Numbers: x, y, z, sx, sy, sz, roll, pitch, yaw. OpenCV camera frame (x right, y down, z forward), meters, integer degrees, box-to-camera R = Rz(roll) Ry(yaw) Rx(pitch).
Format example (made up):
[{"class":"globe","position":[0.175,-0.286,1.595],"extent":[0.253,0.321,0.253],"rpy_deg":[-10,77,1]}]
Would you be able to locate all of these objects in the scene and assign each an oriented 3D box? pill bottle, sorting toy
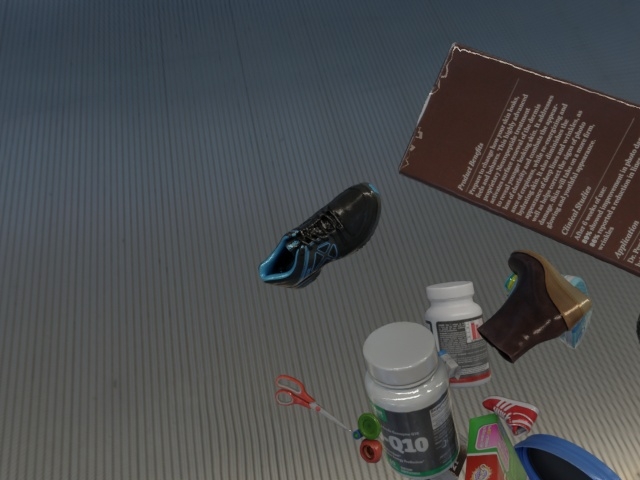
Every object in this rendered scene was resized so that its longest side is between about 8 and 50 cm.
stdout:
[{"class":"pill bottle","position":[0.502,0.343,1.936],"extent":[0.210,0.210,0.363],"rpy_deg":[-8,89,-9]},{"class":"sorting toy","position":[0.100,0.383,1.029],"extent":[0.061,0.042,0.102],"rpy_deg":[6,96,37]},{"class":"pill bottle","position":[0.222,0.393,1.294],"extent":[0.204,0.361,0.204],"rpy_deg":[-12,26,6]}]

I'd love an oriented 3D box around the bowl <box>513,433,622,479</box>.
[{"class":"bowl","position":[0.766,0.755,1.587],"extent":[0.077,0.391,0.391],"rpy_deg":[-36,67,-27]}]

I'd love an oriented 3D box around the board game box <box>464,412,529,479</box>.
[{"class":"board game box","position":[0.358,0.528,1.006],"extent":[0.064,0.316,0.242],"rpy_deg":[-24,97,23]}]

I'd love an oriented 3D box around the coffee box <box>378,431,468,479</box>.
[{"class":"coffee box","position":[0.340,0.664,1.764],"extent":[0.297,0.119,0.168],"rpy_deg":[40,39,10]}]

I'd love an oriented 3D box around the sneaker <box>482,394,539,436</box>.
[{"class":"sneaker","position":[0.378,0.359,1.067],"extent":[0.118,0.042,0.067],"rpy_deg":[-4,36,45]}]

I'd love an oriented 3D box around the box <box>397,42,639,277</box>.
[{"class":"box","position":[0.322,-0.104,0.708],"extent":[0.381,0.143,0.191],"rpy_deg":[27,105,18]}]

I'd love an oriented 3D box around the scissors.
[{"class":"scissors","position":[-0.020,0.538,1.726],"extent":[0.297,0.021,0.109],"rpy_deg":[19,102,15]}]

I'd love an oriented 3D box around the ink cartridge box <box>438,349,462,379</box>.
[{"class":"ink cartridge box","position":[0.369,0.365,1.518],"extent":[0.028,0.048,0.083],"rpy_deg":[-14,40,-25]}]

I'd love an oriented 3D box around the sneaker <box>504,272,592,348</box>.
[{"class":"sneaker","position":[0.635,0.176,1.474],"extent":[0.208,0.319,0.127],"rpy_deg":[21,65,42]}]

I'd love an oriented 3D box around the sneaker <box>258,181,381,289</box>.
[{"class":"sneaker","position":[0.000,0.000,1.198],"extent":[0.341,0.139,0.125],"rpy_deg":[-46,65,21]}]

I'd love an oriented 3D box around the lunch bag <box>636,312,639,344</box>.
[{"class":"lunch bag","position":[0.675,0.223,0.874],"extent":[0.212,0.256,0.305],"rpy_deg":[-24,46,26]}]

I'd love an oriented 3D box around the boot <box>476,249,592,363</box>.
[{"class":"boot","position":[0.418,0.130,1.118],"extent":[0.207,0.090,0.248],"rpy_deg":[-33,31,0]}]
